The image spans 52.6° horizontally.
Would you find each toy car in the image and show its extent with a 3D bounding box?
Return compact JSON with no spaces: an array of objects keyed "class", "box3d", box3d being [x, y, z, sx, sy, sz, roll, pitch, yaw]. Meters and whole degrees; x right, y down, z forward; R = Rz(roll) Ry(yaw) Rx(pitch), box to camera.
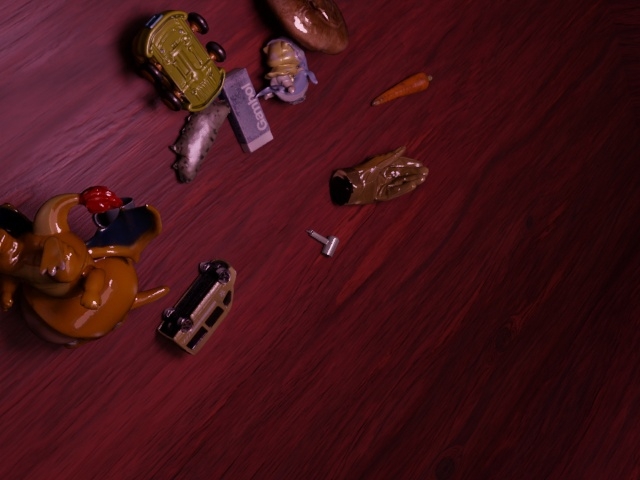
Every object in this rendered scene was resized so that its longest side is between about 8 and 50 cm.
[{"class":"toy car","box3d":[-0.349,-0.431,1.556,0.200,0.142,0.248,-51,136,-20]},{"class":"toy car","box3d":[-0.311,0.175,1.728,0.257,0.101,0.124,-53,131,-18]}]

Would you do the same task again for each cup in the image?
[{"class":"cup","box3d":[-0.490,-0.052,1.560,0.100,0.078,0.077,-12,114,-3]}]

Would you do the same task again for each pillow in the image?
[{"class":"pillow","box3d":[-0.319,-0.268,1.669,0.093,0.051,0.241,31,81,-30]}]

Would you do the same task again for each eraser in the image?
[{"class":"eraser","box3d":[-0.206,-0.352,1.753,0.092,0.046,0.212,-38,120,-29]}]

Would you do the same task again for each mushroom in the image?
[{"class":"mushroom","box3d":[-0.036,-0.608,1.742,0.278,0.146,0.278,34,32,-26]}]

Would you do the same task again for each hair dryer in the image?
[{"class":"hair dryer","box3d":[0.000,0.000,2.004,0.124,0.038,0.063,31,78,-34]}]

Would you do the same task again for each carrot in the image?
[{"class":"carrot","box3d":[0.262,-0.491,2.126,0.256,0.061,0.061,-28,116,-21]}]

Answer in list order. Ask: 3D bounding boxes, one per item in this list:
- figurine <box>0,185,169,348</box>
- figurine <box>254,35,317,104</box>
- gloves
[{"class":"figurine","box3d":[-0.506,0.065,1.385,0.387,0.401,0.268,74,7,-63]},{"class":"figurine","box3d":[-0.097,-0.455,1.765,0.208,0.128,0.184,-55,127,-42]},{"class":"gloves","box3d":[0.187,-0.199,2.055,0.331,0.141,0.154,-17,83,-27]}]
